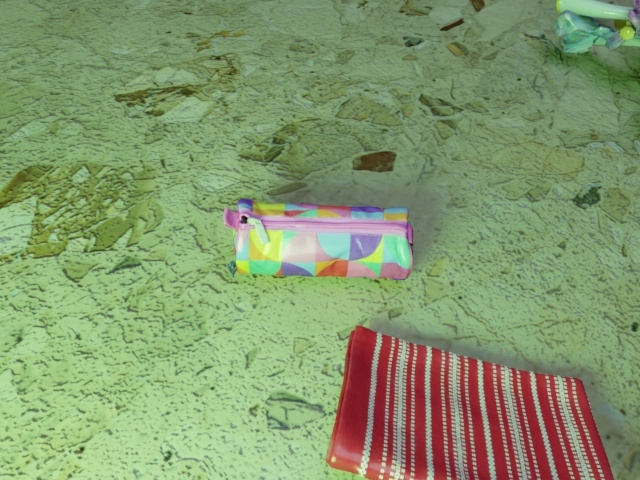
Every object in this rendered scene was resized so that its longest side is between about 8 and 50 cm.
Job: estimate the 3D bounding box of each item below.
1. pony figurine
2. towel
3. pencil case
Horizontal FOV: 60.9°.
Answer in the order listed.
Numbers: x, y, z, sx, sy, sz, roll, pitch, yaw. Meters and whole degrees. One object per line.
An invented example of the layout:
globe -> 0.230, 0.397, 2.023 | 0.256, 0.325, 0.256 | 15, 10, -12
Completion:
pony figurine -> 0.611, -0.375, 0.945 | 0.351, 0.302, 0.363 | -32, 43, -29
towel -> 0.151, 0.181, 0.553 | 0.275, 0.031, 0.199 | 13, 30, 6
pencil case -> 0.000, 0.000, 0.687 | 0.236, 0.104, 0.104 | 2, 51, -4
